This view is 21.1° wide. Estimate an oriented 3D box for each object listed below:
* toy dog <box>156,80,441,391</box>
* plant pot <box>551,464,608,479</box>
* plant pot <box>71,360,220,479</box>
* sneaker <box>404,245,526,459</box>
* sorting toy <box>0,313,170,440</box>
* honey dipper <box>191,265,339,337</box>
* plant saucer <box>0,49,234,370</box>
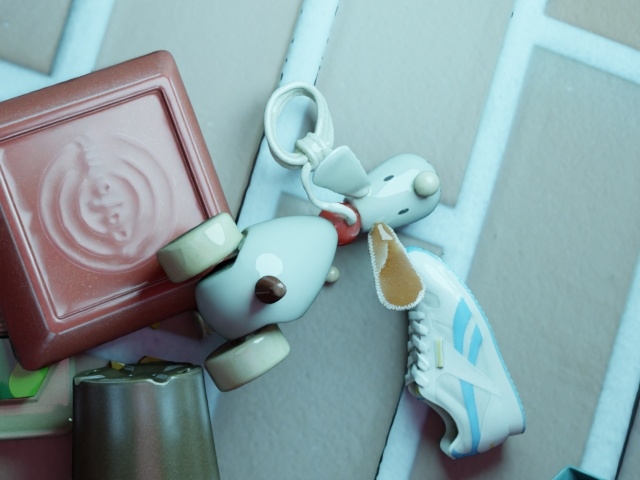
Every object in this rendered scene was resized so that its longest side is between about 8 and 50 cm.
[{"bbox_3d":[0.000,0.000,1.661,0.220,0.161,0.333,44,65,-19],"label":"toy dog"},{"bbox_3d":[0.304,0.386,1.780,0.165,0.166,0.234,-43,107,-12],"label":"plant pot"},{"bbox_3d":[-0.168,0.205,1.638,0.167,0.167,0.165,-4,94,-15],"label":"plant pot"},{"bbox_3d":[0.128,0.115,1.771,0.092,0.087,0.228,-26,93,-12],"label":"sneaker"},{"bbox_3d":[-0.298,0.080,1.677,0.307,0.041,0.229,-2,89,-15],"label":"sorting toy"},{"bbox_3d":[-0.053,0.060,1.754,0.161,0.030,0.030,-20,94,-19],"label":"honey dipper"},{"bbox_3d":[-0.212,-0.036,1.681,0.259,0.048,0.258,-21,92,-22],"label":"plant saucer"}]
